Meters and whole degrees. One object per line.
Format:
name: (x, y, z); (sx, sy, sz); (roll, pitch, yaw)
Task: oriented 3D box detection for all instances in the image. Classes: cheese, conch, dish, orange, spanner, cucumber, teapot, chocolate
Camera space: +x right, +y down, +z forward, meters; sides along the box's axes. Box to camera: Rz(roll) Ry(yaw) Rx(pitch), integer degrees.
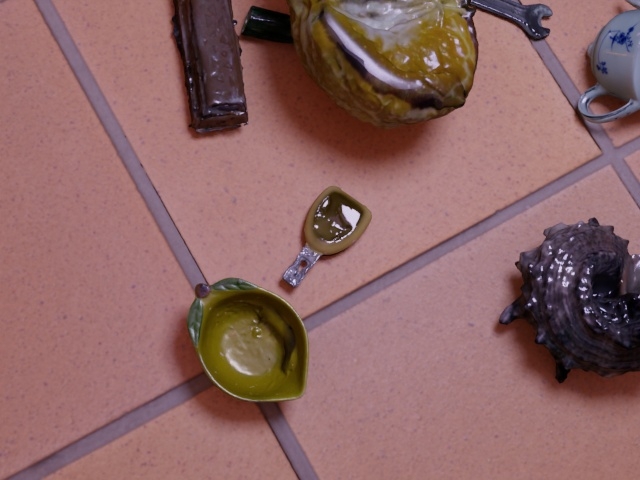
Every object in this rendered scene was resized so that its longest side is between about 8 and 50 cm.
cheese: (0.000, 0.000, 1.373); (0.086, 0.036, 0.162); (37, 74, 4)
conch: (0.418, 0.078, 1.355); (0.313, 0.186, 0.240); (2, 68, 12)
dish: (-0.099, 0.141, 1.302); (0.149, 0.080, 0.207); (-41, 86, -11)
orange: (0.069, -0.325, 1.370); (0.271, 0.210, 0.368); (-3, 77, -33)
spanner: (0.235, -0.401, 1.518); (0.302, 0.017, 0.071); (20, 74, -2)
cucumber: (-0.066, -0.328, 1.442); (0.105, 0.048, 0.048); (11, 75, -8)
teapot: (0.481, -0.286, 1.469); (0.159, 0.159, 0.232); (26, 84, -1)
chocolate: (-0.172, -0.322, 1.417); (0.102, 0.065, 0.329); (-7, 75, -9)
